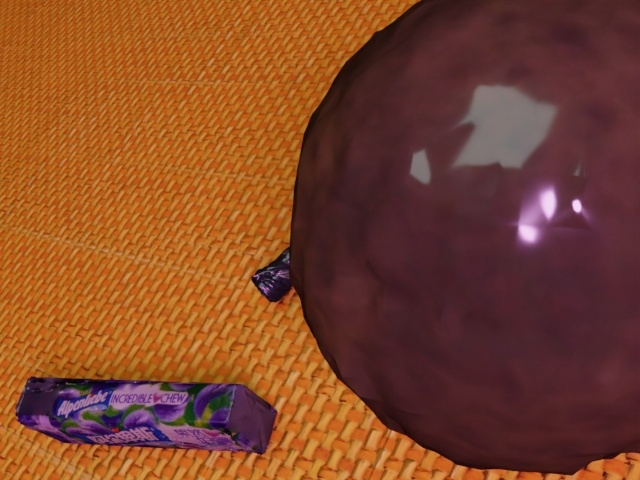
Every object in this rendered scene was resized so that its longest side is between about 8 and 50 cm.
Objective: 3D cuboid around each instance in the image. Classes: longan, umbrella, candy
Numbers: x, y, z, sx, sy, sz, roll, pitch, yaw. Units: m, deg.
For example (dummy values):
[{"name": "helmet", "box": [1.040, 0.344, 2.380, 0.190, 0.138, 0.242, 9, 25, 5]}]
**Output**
[{"name": "longan", "box": [0.163, -0.014, 0.604, 0.390, 0.391, 0.391, -18, 48, 21]}, {"name": "umbrella", "box": [0.000, 0.000, 0.926, 0.188, 0.046, 0.050, -42, 47, -11]}, {"name": "candy", "box": [-0.196, 0.191, 0.863, 0.312, 0.088, 0.061, -5, 57, 30]}]
